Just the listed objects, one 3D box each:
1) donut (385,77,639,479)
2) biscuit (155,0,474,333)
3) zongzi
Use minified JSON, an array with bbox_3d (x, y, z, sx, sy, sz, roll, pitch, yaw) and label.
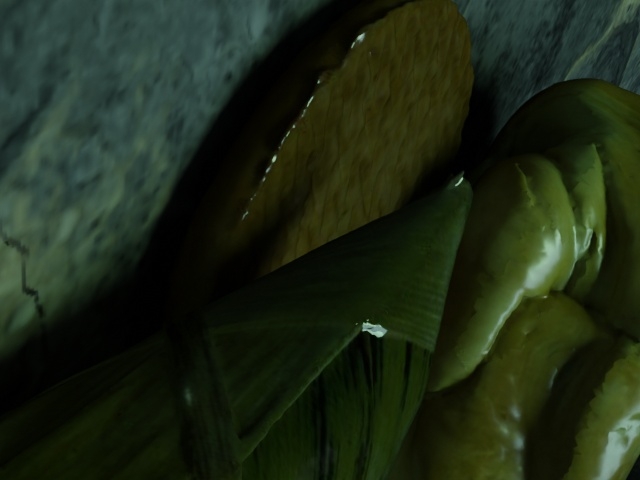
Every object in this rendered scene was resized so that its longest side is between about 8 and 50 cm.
[{"bbox_3d":[0.118,0.075,0.723,0.360,0.170,0.360,-61,172,-15],"label":"donut"},{"bbox_3d":[-0.001,-0.001,0.559,0.262,0.037,0.262,-50,157,-31],"label":"biscuit"},{"bbox_3d":[-0.053,0.071,0.351,0.274,0.125,0.251,-53,163,4],"label":"zongzi"}]
